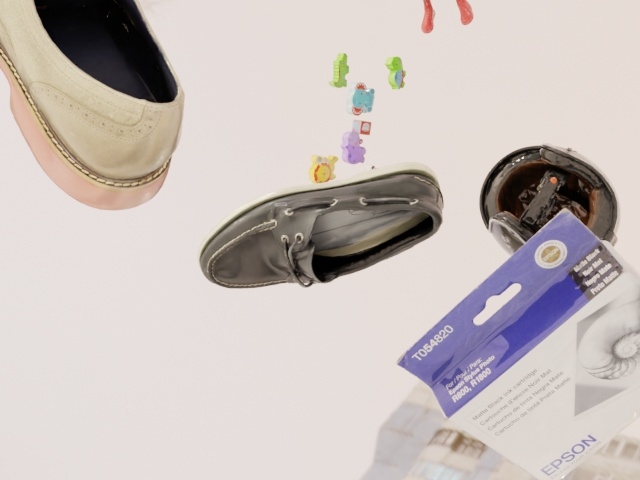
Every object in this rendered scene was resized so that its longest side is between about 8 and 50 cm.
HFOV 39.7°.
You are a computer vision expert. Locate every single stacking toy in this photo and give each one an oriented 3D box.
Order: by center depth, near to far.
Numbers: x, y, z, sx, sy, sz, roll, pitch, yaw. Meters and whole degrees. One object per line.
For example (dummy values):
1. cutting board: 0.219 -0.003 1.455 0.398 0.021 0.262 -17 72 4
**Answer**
1. stacking toy: 0.055 -0.188 1.414 0.167 0.052 0.221 18 -78 54

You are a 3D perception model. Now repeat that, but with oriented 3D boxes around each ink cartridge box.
1. ink cartridge box: 0.225 0.112 0.839 0.224 0.045 0.223 36 -70 -25

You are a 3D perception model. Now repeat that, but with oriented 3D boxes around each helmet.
1. helmet: 0.287 -0.040 1.110 0.169 0.161 0.170 0 -88 2

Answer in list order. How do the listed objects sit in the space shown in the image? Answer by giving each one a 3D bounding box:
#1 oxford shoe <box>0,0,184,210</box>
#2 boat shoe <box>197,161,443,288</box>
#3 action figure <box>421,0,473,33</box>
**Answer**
1. oxford shoe: -0.227 -0.220 0.700 0.397 0.140 0.146 52 -39 5
2. boat shoe: 0.002 0.003 1.152 0.339 0.113 0.127 -14 -53 2
3. action figure: 0.131 -0.369 1.156 0.091 0.139 0.280 -10 -40 20
